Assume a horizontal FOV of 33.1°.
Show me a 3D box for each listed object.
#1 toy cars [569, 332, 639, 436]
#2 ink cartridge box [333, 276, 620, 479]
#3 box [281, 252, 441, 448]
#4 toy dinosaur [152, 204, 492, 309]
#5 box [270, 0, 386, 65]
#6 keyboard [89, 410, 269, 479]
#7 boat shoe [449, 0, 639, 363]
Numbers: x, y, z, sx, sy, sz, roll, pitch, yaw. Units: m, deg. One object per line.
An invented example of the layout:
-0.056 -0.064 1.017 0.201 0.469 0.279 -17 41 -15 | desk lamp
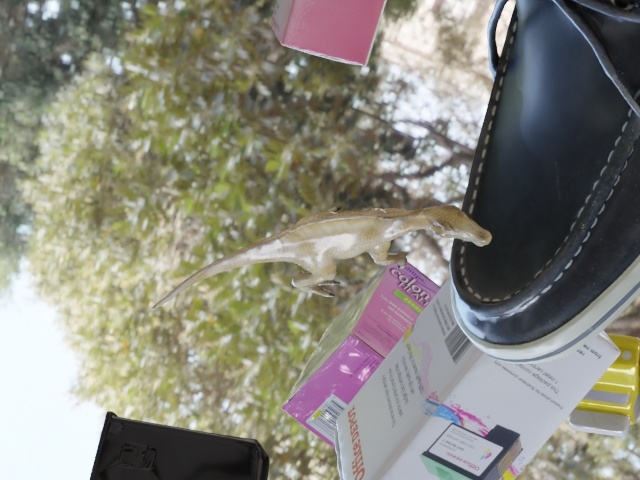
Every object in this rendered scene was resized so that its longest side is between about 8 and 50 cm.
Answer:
0.273 0.199 1.282 0.176 0.393 0.087 23 -114 -15 | toy cars
0.143 0.152 1.079 0.117 0.278 0.201 35 -168 -11 | ink cartridge box
0.075 0.177 1.738 0.117 0.213 0.243 37 -144 -3 | box
0.000 0.000 0.600 0.183 0.092 0.053 -12 -101 5 | toy dinosaur
0.026 -0.376 1.471 0.126 0.232 0.148 12 -160 -14 | box
-0.152 0.265 0.691 0.201 0.033 0.317 11 -119 -4 | keyboard
0.179 -0.161 0.656 0.156 0.500 0.187 13 -164 -32 | boat shoe
